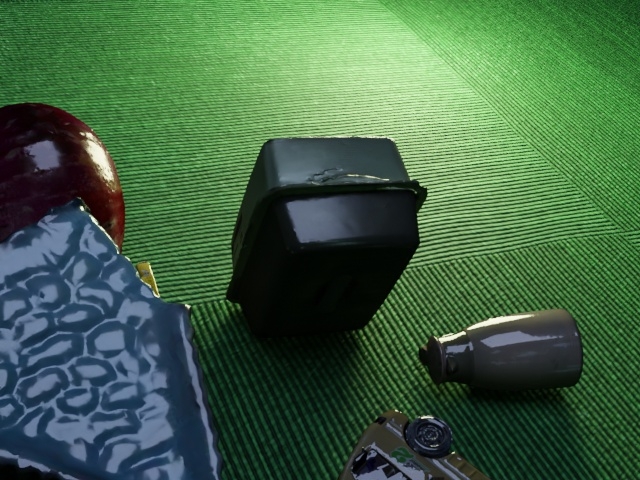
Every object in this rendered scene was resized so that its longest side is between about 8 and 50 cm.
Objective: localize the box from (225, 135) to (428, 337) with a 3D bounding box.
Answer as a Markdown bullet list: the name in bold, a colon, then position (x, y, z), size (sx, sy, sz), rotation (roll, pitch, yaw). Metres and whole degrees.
- **box**: position (0.000, 0.000, 1.195), size (0.221, 0.290, 0.166), rotation (-4, 59, -19)

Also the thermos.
- **thermos**: position (0.230, 0.147, 1.226), size (0.193, 0.105, 0.137), rotation (-5, 13, -10)

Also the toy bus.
- **toy bus**: position (0.133, 0.316, 0.936), size (0.289, 0.139, 0.157), rotation (36, 48, 25)

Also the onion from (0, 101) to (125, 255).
- **onion**: position (-0.376, -0.056, 1.225), size (0.256, 0.230, 0.272), rotation (27, 32, 20)

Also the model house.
- **model house**: position (-0.219, 0.230, 0.819), size (0.339, 0.360, 0.297), rotation (41, 55, 17)

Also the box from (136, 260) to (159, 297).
- **box**: position (-0.219, 0.098, 1.184), size (0.020, 0.073, 0.149), rotation (-3, 38, -21)
